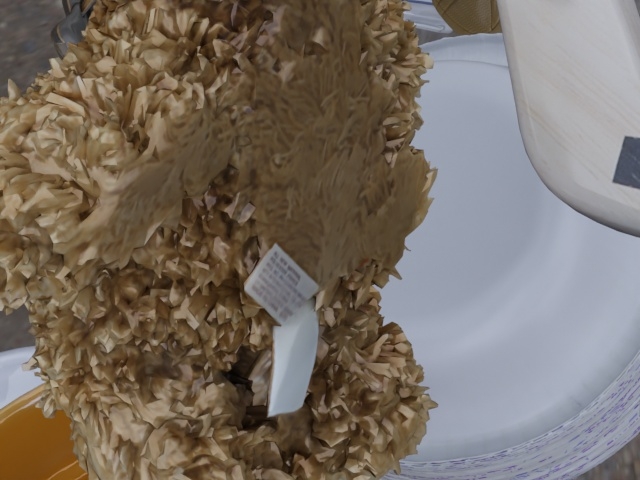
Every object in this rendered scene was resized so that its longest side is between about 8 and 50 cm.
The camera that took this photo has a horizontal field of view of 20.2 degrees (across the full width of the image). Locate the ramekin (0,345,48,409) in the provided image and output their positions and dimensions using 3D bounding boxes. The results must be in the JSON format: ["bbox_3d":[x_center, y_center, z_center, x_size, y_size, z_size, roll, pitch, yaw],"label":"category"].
[{"bbox_3d":[-0.179,0.203,1.222,0.273,0.127,0.272,0,89,-11],"label":"ramekin"}]

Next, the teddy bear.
[{"bbox_3d":[-0.040,-0.025,0.588,0.113,0.245,0.338,20,139,35],"label":"teddy bear"}]

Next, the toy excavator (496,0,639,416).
[{"bbox_3d":[0.210,0.010,0.736,0.445,0.222,0.432,10,83,34],"label":"toy excavator"}]

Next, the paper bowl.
[{"bbox_3d":[0.083,0.005,1.093,0.284,0.148,0.284,-10,64,20],"label":"paper bowl"}]

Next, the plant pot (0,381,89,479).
[{"bbox_3d":[-0.066,0.183,0.833,0.205,0.205,0.188,-14,123,10],"label":"plant pot"}]

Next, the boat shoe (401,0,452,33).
[{"bbox_3d":[0.038,-0.262,1.867,0.258,0.095,0.084,10,132,-16],"label":"boat shoe"}]

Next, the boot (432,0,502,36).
[{"bbox_3d":[0.180,-0.222,1.564,0.203,0.262,0.095,27,116,-34],"label":"boot"}]

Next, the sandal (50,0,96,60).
[{"bbox_3d":[-0.221,-0.223,1.812,0.060,0.219,0.090,-31,108,15],"label":"sandal"}]
